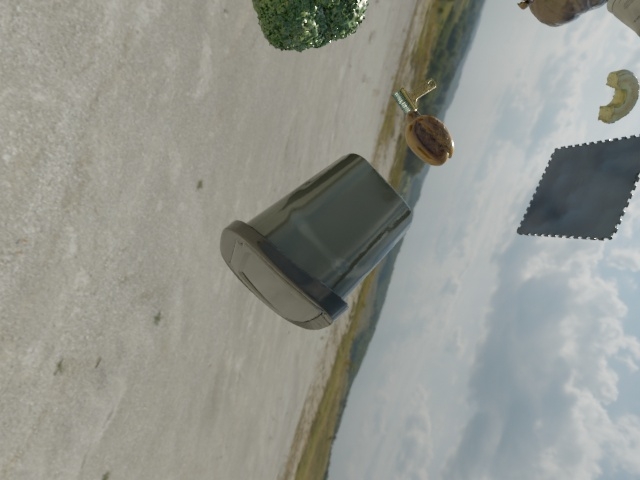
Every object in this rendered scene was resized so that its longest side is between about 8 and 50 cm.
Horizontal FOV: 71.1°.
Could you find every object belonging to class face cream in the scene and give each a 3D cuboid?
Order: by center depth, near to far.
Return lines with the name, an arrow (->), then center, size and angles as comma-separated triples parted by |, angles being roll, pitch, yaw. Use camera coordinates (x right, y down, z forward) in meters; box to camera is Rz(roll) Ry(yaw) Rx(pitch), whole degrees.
face cream -> 1.073, -0.777, 1.508 | 0.143, 0.089, 0.314 | -50, -160, 32

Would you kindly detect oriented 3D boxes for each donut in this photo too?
donut -> 0.954, -0.464, 1.431 | 0.065, 0.108, 0.165 | -126, -155, -58

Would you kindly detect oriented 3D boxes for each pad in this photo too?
pad -> 0.614, -0.124, 1.058 | 0.269, 0.012, 0.269 | -62, -160, -5

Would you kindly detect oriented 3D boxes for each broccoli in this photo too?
broccoli -> -0.031, -0.530, 0.793 | 0.321, 0.310, 0.413 | -40, 162, 20

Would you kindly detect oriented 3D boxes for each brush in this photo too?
brush -> 0.295, -0.449, 1.365 | 0.218, 0.082, 0.010 | -42, -169, -36

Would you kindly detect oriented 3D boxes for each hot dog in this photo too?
hot dog -> 0.234, -0.227, 0.989 | 0.090, 0.140, 0.060 | -45, 179, -2

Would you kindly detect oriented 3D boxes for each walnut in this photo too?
walnut -> 0.744, -0.776, 1.334 | 0.248, 0.249, 0.248 | 21, 90, -82

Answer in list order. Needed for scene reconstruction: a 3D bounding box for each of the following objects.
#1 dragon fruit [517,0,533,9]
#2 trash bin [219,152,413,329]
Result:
dragon fruit -> 0.524, -0.695, 1.120 | 0.282, 0.211, 0.147 | -9, 155, -48
trash bin -> 0.000, 0.000, 0.752 | 0.250, 0.219, 0.220 | -42, 180, -23
